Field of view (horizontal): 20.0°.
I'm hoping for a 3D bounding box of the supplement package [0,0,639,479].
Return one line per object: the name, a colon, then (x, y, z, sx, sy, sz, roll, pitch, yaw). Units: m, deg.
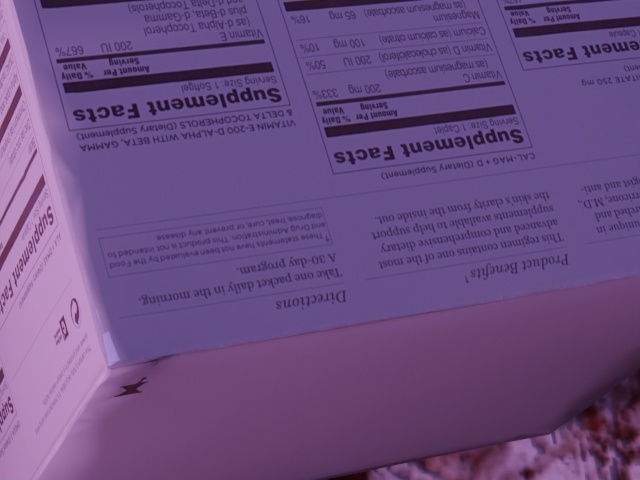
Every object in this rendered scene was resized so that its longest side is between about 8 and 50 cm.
supplement package: (0.000, 0.000, 0.691, 0.261, 0.204, 0.145, -8, 68, -25)
